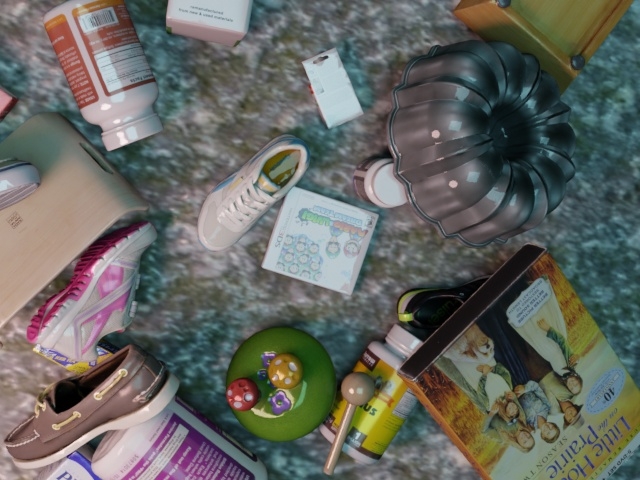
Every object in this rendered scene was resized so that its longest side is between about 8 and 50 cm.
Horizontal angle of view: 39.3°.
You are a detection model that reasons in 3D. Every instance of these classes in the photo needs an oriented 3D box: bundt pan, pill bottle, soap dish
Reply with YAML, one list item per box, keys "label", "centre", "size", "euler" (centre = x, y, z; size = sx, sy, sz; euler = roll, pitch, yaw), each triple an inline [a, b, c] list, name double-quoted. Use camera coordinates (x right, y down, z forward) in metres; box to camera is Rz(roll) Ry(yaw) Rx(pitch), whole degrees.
- label: "bundt pan"
  centre: [0.264, -0.157, 1.358]
  size: [0.331, 0.124, 0.330]
  euler: [6, 79, -32]
- label: "pill bottle"
  centre: [-0.314, -0.248, 1.324]
  size: [0.121, 0.121, 0.216]
  euler: [-21, 100, -6]
- label: "pill bottle"
  centre: [0.098, 0.246, 1.455]
  size: [0.117, 0.117, 0.215]
  euler: [33, 90, -12]
- label: "pill bottle"
  centre: [0.101, -0.092, 1.403]
  size: [0.078, 0.137, 0.078]
  euler: [-1, 98, -9]
- label: "pill bottle"
  centre: [-0.191, 0.375, 1.398]
  size: [0.301, 0.169, 0.169]
  euler: [40, 89, -11]
- label: "soap dish"
  centre: [0.389, -0.408, 1.421]
  size: [0.229, 0.118, 0.290]
  euler: [37, 89, -12]

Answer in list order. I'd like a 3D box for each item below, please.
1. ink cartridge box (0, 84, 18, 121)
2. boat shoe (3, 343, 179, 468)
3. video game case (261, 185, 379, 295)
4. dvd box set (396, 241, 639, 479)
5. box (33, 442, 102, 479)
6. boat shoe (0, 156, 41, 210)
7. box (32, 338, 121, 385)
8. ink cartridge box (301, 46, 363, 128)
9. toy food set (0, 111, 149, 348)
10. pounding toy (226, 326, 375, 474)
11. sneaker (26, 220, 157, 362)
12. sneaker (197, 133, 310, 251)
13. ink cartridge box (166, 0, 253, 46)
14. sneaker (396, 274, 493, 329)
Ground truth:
- label: "ink cartridge box"
  centre: [-0.558, -0.169, 1.321]
  size: [0.115, 0.067, 0.198]
  euler: [39, 90, -12]
- label: "boat shoe"
  centre: [-0.361, 0.246, 1.334]
  size: [0.324, 0.116, 0.096]
  euler: [-26, 115, 26]
- label: "video game case"
  centre: [0.000, 0.000, 1.458]
  size: [0.157, 0.019, 0.143]
  euler: [18, 94, -11]
- label: "dvd box set"
  centre: [0.352, 0.257, 1.465]
  size: [0.308, 0.062, 0.420]
  euler: [-42, 113, -11]
- label: "box"
  centre: [-0.387, 0.406, 1.419]
  size: [0.126, 0.072, 0.137]
  euler: [44, 88, -12]
- label: "boat shoe"
  centre: [-0.541, -0.067, 1.253]
  size: [0.303, 0.109, 0.094]
  euler: [-17, 87, 8]
- label: "box"
  centre: [-0.360, 0.183, 1.404]
  size: [0.169, 0.054, 0.059]
  euler: [32, 91, -11]
- label: "ink cartridge box"
  centre: [0.017, -0.242, 1.426]
  size: [0.063, 0.029, 0.115]
  euler: [-24, 99, -5]
- label: "toy food set"
  centre: [-0.434, -0.020, 1.334]
  size: [0.306, 0.092, 0.220]
  euler: [-44, 74, -3]
- label: "pounding toy"
  centre: [-0.054, 0.233, 1.381]
  size: [0.237, 0.110, 0.182]
  euler: [27, 89, 19]
- label: "sneaker"
  centre: [-0.326, 0.080, 1.362]
  size: [0.111, 0.103, 0.252]
  euler: [46, 69, -25]
- label: "sneaker"
  centre: [-0.108, -0.075, 1.394]
  size: [0.087, 0.092, 0.228]
  euler: [41, 90, -13]
- label: "ink cartridge box"
  centre: [-0.145, -0.434, 1.287]
  size: [0.117, 0.201, 0.278]
  euler: [9, 95, -11]
- label: "sneaker"
  centre: [0.240, 0.114, 1.472]
  size: [0.235, 0.097, 0.084]
  euler: [-10, 99, -8]
